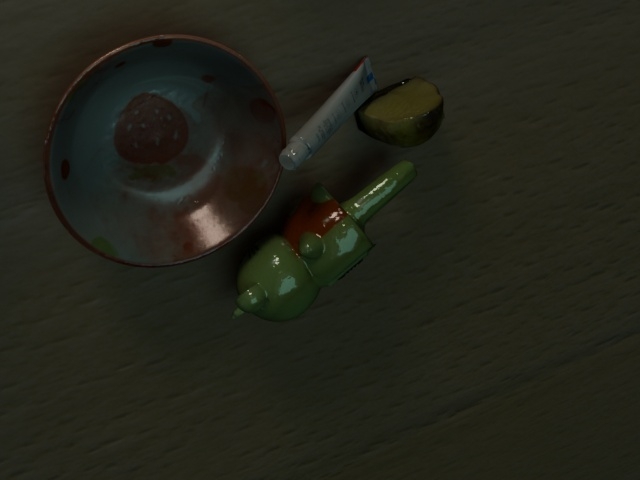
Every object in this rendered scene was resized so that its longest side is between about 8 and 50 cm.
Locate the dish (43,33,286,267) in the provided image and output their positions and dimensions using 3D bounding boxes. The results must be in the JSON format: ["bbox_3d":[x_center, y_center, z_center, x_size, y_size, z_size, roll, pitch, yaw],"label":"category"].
[{"bbox_3d":[-0.172,-0.103,0.944,0.260,0.085,0.260,-13,123,-21],"label":"dish"}]

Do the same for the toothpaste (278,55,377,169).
[{"bbox_3d":[0.013,-0.143,0.997,0.190,0.031,0.048,-50,133,-36],"label":"toothpaste"}]

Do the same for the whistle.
[{"bbox_3d":[0.000,0.000,1.064,0.288,0.131,0.106,-42,84,2],"label":"whistle"}]

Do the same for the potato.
[{"bbox_3d":[0.105,-0.141,1.046,0.096,0.103,0.066,-29,123,-7],"label":"potato"}]
